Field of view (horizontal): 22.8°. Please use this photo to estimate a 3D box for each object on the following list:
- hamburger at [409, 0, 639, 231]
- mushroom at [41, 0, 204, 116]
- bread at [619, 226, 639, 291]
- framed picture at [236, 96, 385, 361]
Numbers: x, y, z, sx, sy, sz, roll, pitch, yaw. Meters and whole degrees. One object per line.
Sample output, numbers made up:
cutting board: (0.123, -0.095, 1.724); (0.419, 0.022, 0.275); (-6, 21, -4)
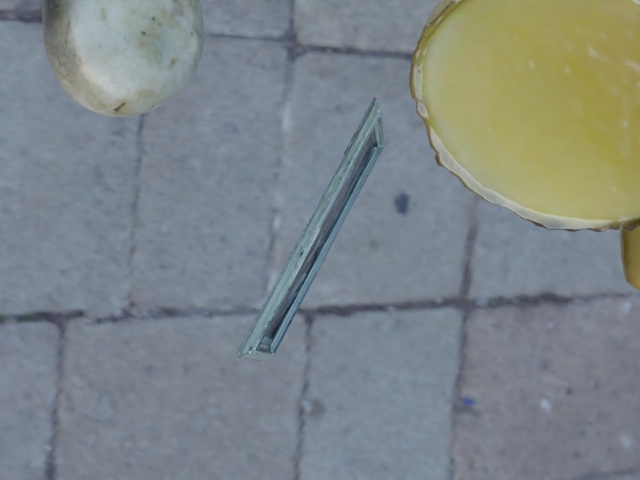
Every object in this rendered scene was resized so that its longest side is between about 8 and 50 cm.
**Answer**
hamburger: (0.235, -0.151, 1.336); (0.303, 0.261, 0.186); (41, 47, -13)
mushroom: (-0.188, -0.200, 1.507); (0.166, 0.127, 0.166); (-3, 96, -34)
bread: (0.380, 0.006, 1.587); (0.217, 0.098, 0.147); (19, 72, -49)
framed picture: (0.000, 0.000, 1.687); (0.019, 0.232, 0.296); (28, 88, 6)
